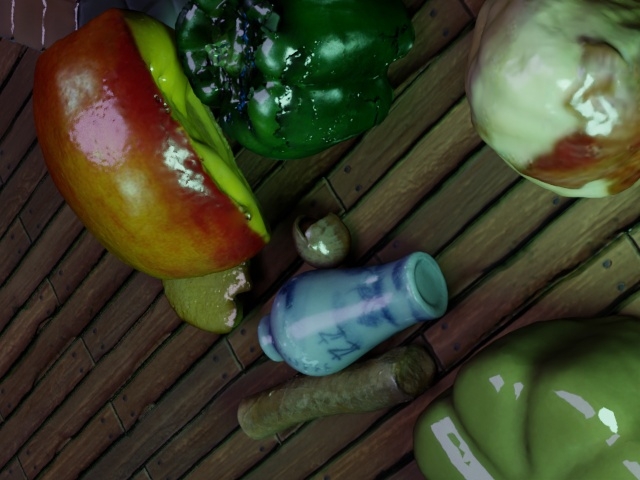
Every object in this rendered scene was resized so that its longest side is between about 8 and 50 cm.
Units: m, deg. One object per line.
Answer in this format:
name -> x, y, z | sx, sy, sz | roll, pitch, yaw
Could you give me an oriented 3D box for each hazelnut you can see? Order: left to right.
hazelnut -> 0.000, 0.000, 1.732 | 0.086, 0.086, 0.086 | 12, 107, 42
hazelnut -> 0.269, -0.176, 1.359 | 0.241, 0.261, 0.261 | -36, 71, 9

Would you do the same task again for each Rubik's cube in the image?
Rubik's cube -> -0.323, -0.386, 1.856 | 0.224, 0.231, 0.221 | 23, 115, 37

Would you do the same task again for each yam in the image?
yam -> 0.009, 0.213, 1.775 | 0.356, 0.081, 0.081 | -25, 82, 45

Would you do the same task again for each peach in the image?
peach -> -0.239, -0.116, 1.712 | 0.242, 0.306, 0.380 | -22, 107, 5

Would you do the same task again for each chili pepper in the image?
chili pepper -> -0.026, -0.234, 1.585 | 0.249, 0.256, 0.233 | 57, 136, 21

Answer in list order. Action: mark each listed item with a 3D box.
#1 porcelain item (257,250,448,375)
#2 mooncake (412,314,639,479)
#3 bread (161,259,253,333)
porcelain item -> 0.035, 0.094, 1.676 | 0.259, 0.141, 0.141 | -20, 85, 33
mooncake -> 0.279, 0.273, 1.438 | 0.378, 0.200, 0.379 | 13, 109, 43
bread -> -0.160, 0.053, 1.918 | 0.187, 0.065, 0.150 | 22, 103, 43
